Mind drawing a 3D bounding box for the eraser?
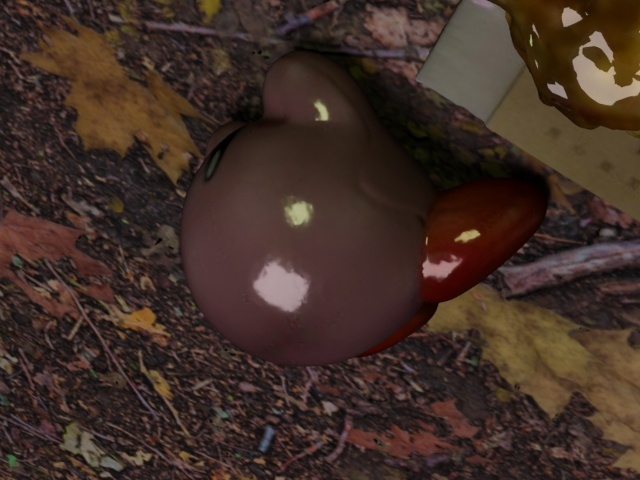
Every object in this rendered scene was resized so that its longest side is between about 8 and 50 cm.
[{"bbox_3d":[0.248,-0.089,1.397,0.343,0.078,0.144,31,143,1],"label":"eraser"}]

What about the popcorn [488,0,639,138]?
[{"bbox_3d":[0.209,-0.223,1.165,0.265,0.225,0.332,29,124,-15],"label":"popcorn"}]

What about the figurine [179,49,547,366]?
[{"bbox_3d":[0.004,0.008,1.577,0.261,0.211,0.270,38,143,-9],"label":"figurine"}]
